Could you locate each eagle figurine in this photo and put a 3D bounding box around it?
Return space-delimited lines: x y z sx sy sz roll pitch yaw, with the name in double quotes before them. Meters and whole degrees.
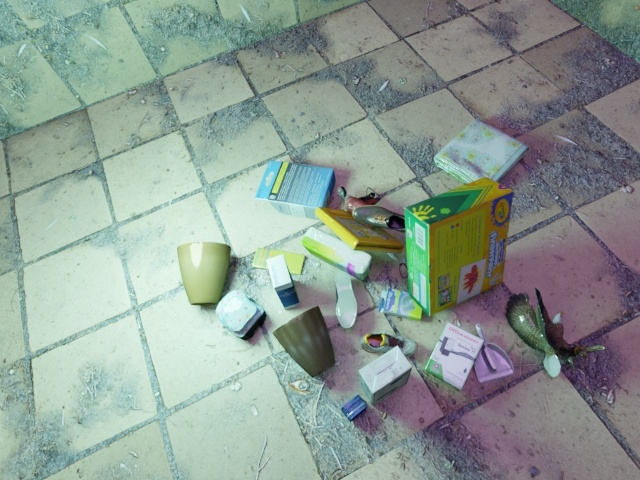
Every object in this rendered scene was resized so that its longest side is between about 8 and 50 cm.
"eagle figurine" 0.859 0.335 1.561 0.298 0.226 0.225 37 33 6

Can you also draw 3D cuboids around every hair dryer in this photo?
"hair dryer" 0.216 -0.178 1.917 0.223 0.080 0.294 -2 42 -16

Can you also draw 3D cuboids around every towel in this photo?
"towel" 0.804 -0.432 2.061 0.374 0.090 0.320 -41 65 -16
"towel" -0.197 0.097 1.915 0.237 0.021 0.102 8 68 10

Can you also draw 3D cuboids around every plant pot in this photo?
"plant pot" -0.042 0.414 1.631 0.215 0.215 0.231 -29 77 -10
"plant pot" -0.518 0.156 1.817 0.237 0.237 0.255 -4 75 4

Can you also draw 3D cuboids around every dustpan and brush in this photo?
"dustpan and brush" 0.653 0.433 1.608 0.147 0.060 0.211 -15 60 -2

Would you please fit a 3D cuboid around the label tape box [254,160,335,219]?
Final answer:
"label tape box" -0.122 -0.256 2.052 0.347 0.115 0.249 9 62 14

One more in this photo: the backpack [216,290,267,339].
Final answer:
"backpack" -0.348 0.308 1.743 0.188 0.144 0.166 33 75 25

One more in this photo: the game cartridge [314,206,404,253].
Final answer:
"game cartridge" 0.168 -0.050 1.796 0.285 0.053 0.324 5 29 -37

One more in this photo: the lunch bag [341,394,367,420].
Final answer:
"lunch bag" 0.133 0.635 1.548 0.098 0.067 0.065 -34 63 -14

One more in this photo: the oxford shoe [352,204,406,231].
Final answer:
"oxford shoe" 0.266 -0.099 1.760 0.271 0.098 0.097 12 93 13

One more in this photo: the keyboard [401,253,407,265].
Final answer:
"keyboard" 0.491 0.131 1.825 0.256 0.014 0.072 29 63 20

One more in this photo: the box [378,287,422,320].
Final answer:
"box" 0.343 0.270 1.745 0.178 0.042 0.109 10 62 11

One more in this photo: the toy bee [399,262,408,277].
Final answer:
"toy bee" 0.474 0.034 1.789 0.162 0.195 0.299 -15 57 46

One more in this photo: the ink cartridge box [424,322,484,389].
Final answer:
"ink cartridge box" 0.515 0.442 1.575 0.153 0.087 0.209 25 79 23

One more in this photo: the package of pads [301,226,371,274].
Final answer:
"package of pads" 0.078 0.059 1.775 0.296 0.229 0.101 27 83 13

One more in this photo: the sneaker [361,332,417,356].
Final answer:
"sneaker" 0.275 0.418 1.640 0.225 0.093 0.088 2 61 6

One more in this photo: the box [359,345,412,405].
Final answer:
"box" 0.233 0.499 1.487 0.169 0.290 0.087 -31 61 -9

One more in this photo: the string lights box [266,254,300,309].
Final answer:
"string lights box" -0.154 0.181 1.723 0.076 0.260 0.133 -17 61 -4

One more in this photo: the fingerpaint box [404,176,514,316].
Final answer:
"fingerpaint box" 0.531 0.026 1.600 0.370 0.445 0.163 -21 36 -13

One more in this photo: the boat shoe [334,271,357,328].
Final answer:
"boat shoe" 0.105 0.260 1.755 0.095 0.079 0.255 -13 58 2
